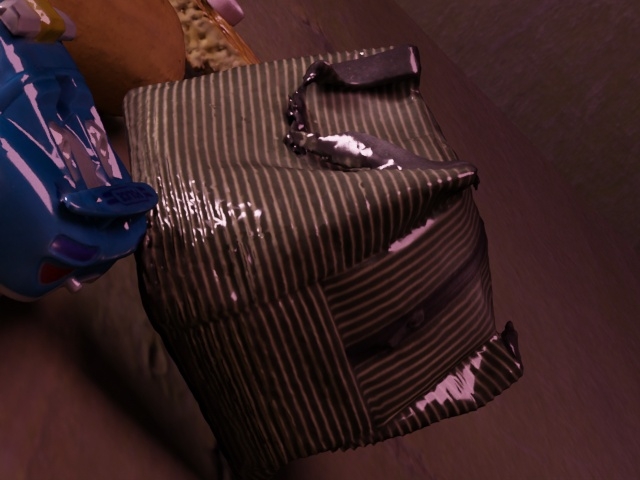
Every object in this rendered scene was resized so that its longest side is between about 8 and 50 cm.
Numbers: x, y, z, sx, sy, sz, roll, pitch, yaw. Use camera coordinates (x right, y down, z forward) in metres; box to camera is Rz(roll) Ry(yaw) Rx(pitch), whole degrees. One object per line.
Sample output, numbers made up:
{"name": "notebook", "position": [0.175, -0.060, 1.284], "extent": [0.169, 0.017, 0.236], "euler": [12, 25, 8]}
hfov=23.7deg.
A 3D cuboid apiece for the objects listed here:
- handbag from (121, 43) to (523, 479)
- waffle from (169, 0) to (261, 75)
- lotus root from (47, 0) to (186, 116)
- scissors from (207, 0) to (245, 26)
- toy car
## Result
{"name": "handbag", "position": [0.000, 0.000, 1.132], "extent": [0.341, 0.240, 0.247], "euler": [-108, 178, -59]}
{"name": "waffle", "position": [-0.135, -0.229, 1.600], "extent": [0.248, 0.055, 0.221], "euler": [48, 5, -24]}
{"name": "lotus root", "position": [-0.211, -0.195, 1.276], "extent": [0.303, 0.131, 0.146], "euler": [30, 23, -48]}
{"name": "scissors", "position": [-0.117, -0.278, 1.628], "extent": [0.118, 0.030, 0.242], "euler": [49, 8, -5]}
{"name": "toy car", "position": [-0.233, -0.095, 0.941], "extent": [0.314, 0.166, 0.198], "euler": [50, 12, 6]}
